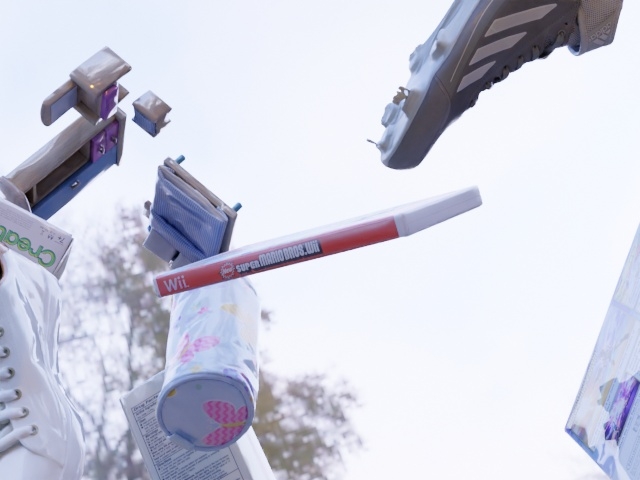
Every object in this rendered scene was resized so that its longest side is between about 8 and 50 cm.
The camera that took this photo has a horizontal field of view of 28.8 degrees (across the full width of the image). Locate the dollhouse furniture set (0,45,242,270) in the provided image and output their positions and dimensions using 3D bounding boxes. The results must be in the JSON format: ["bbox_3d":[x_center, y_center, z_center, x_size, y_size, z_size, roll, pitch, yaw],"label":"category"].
[{"bbox_3d":[-0.254,-0.038,1.679,0.198,0.303,0.286,-45,-10,-27],"label":"dollhouse furniture set"}]

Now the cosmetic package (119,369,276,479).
[{"bbox_3d":[-0.172,0.343,1.910,0.153,0.296,0.129,-30,-27,8],"label":"cosmetic package"}]

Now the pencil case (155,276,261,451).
[{"bbox_3d":[-0.136,0.135,1.518,0.124,0.273,0.113,-34,-65,14],"label":"pencil case"}]

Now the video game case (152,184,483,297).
[{"bbox_3d":[0.000,0.000,1.261,0.285,0.025,0.204,-15,3,29],"label":"video game case"}]

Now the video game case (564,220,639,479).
[{"bbox_3d":[0.293,0.068,0.981,0.061,0.244,0.269,18,-84,-7],"label":"video game case"}]

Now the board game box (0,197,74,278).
[{"bbox_3d":[-0.419,-0.035,1.350,0.305,0.053,0.193,28,-18,-7],"label":"board game box"}]

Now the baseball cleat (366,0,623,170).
[{"bbox_3d":[0.117,-0.119,0.756,0.109,0.072,0.206,28,-87,-11],"label":"baseball cleat"}]

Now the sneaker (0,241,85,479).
[{"bbox_3d":[-0.265,0.109,0.976,0.106,0.290,0.123,-31,-45,10],"label":"sneaker"}]
